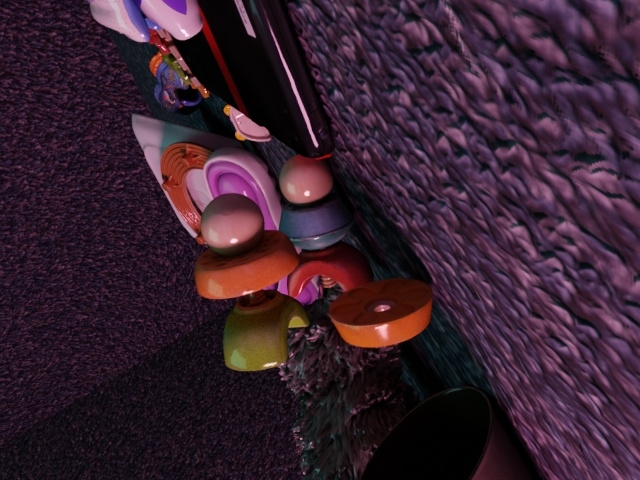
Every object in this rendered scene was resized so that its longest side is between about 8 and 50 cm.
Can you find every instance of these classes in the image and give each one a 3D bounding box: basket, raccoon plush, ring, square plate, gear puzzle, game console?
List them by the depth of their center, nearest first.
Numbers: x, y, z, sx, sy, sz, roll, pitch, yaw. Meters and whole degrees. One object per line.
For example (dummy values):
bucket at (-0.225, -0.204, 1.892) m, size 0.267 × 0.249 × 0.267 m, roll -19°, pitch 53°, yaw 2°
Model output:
basket at (0.163, 0.297, 0.690) m, size 0.227 × 0.154 × 0.204 m, roll 54°, pitch -144°, yaw -10°
game console at (-0.124, -0.289, 0.692) m, size 0.342 × 0.060 × 0.387 m, roll 39°, pitch 159°, yaw 49°
raccoon plush at (0.033, 0.230, 0.804) m, size 0.299 × 0.216 × 0.446 m, roll 60°, pitch -169°, yaw -9°
gear puzzle at (-0.224, -0.305, 0.957) m, size 0.339 × 0.044 × 0.176 m, roll 57°, pitch -167°, yaw -70°
ring at (-0.180, -0.042, 1.319) m, size 0.336 × 0.032 × 0.337 m, roll 30°, pitch 149°, yaw 21°
square plate at (-0.224, -0.082, 1.417) m, size 0.347 × 0.049 × 0.344 m, roll 21°, pitch 144°, yaw 40°

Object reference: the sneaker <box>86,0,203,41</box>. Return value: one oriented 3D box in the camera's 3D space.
sneaker at (-0.144, -0.259, 0.478) m, size 0.236 × 0.130 × 0.323 m, roll 51°, pitch 165°, yaw -12°

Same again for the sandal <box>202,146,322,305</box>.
sandal at (-0.107, 0.037, 1.196) m, size 0.169 × 0.102 × 0.416 m, roll -2°, pitch 126°, yaw 35°

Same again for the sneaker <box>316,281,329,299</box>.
sneaker at (0.029, 0.112, 1.134) m, size 0.119 × 0.047 × 0.057 m, roll 50°, pitch 155°, yaw 35°

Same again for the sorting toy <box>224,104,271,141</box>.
sorting toy at (-0.102, -0.181, 0.937) m, size 0.075 × 0.044 × 0.083 m, roll -104°, pitch -6°, yaw -49°

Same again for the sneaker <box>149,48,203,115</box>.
sneaker at (-0.250, -0.270, 1.257) m, size 0.087 × 0.083 × 0.221 m, roll 50°, pitch 172°, yaw 6°

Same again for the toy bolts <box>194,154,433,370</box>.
toy bolts at (0.000, 0.000, 0.709) m, size 0.228 × 0.218 × 0.159 m, roll -58°, pitch -43°, yaw -65°
